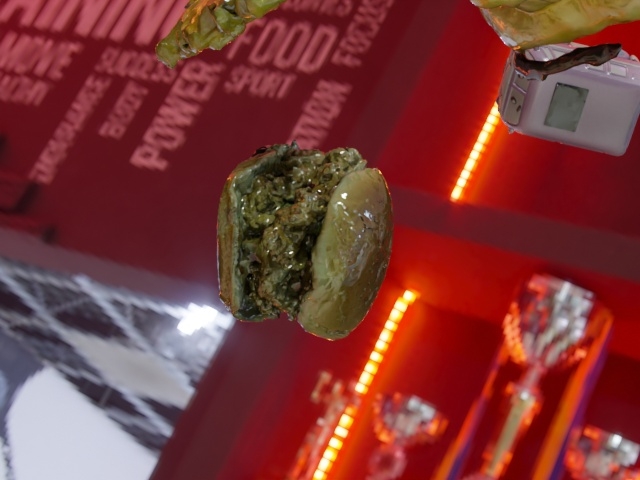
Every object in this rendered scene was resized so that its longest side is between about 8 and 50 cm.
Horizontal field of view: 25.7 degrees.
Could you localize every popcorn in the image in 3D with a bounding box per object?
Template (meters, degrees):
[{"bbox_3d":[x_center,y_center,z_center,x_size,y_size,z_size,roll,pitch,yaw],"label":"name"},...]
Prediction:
[{"bbox_3d":[0.269,-0.353,1.598,0.349,0.349,0.382,18,-53,21],"label":"popcorn"}]

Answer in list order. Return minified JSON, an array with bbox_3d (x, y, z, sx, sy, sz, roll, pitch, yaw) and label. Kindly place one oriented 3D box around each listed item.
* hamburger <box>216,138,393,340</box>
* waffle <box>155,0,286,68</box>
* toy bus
[{"bbox_3d":[0.000,0.000,1.148,0.131,0.185,0.159,8,-69,20],"label":"hamburger"},{"bbox_3d":[-0.020,-0.232,1.163,0.052,0.245,0.254,56,-31,-14],"label":"waffle"},{"bbox_3d":[0.365,-0.217,2.043,0.202,0.142,0.142,13,-62,-2],"label":"toy bus"}]
